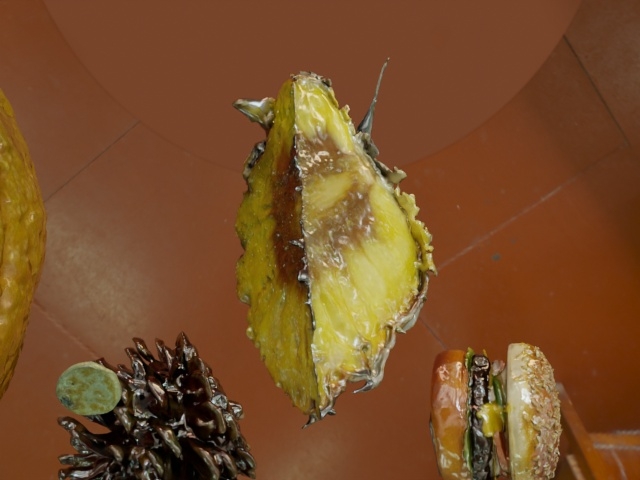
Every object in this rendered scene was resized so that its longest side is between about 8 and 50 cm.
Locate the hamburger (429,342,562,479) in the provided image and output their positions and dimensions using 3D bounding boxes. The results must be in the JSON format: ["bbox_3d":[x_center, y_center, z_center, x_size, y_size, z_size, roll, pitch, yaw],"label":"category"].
[{"bbox_3d":[0.326,0.326,1.253,0.225,0.291,0.290,-3,118,18],"label":"hamburger"}]

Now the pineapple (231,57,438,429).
[{"bbox_3d":[0.005,0.001,0.645,0.158,0.334,0.161,-2,160,-29],"label":"pineapple"}]

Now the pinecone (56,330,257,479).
[{"bbox_3d":[-0.321,0.373,1.315,0.398,0.397,0.397,0,117,0],"label":"pinecone"}]

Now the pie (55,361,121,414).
[{"bbox_3d":[-0.294,0.188,0.863,0.085,0.017,0.085,-5,119,-9],"label":"pie"}]

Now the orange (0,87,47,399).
[{"bbox_3d":[-0.302,0.023,0.316,0.322,0.322,0.357,39,91,-18],"label":"orange"}]
